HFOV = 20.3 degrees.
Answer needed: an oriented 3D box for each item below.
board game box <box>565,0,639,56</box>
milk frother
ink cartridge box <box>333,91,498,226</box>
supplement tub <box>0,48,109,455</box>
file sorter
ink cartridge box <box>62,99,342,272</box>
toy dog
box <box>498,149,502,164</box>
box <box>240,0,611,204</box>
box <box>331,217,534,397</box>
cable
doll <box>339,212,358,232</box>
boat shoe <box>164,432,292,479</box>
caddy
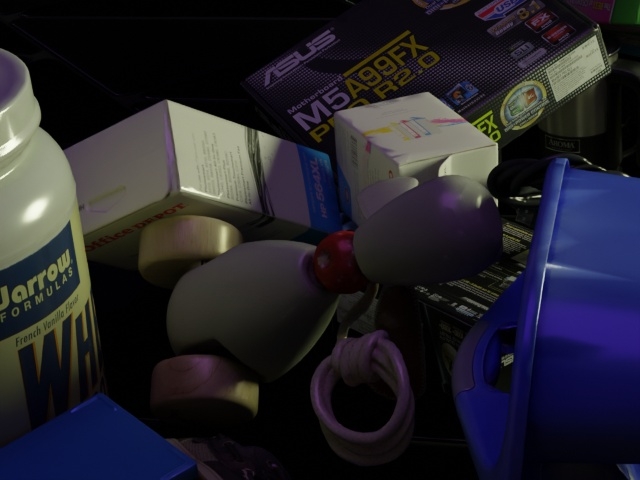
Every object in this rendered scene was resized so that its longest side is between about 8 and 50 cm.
[{"bbox_3d":[0.320,-0.228,1.773,0.242,0.064,0.316,7,3,-26],"label":"board game box"},{"bbox_3d":[0.270,-0.135,1.704,0.129,0.135,0.143,3,28,14],"label":"milk frother"},{"bbox_3d":[0.081,-0.047,1.444,0.090,0.092,0.143,-14,29,-19],"label":"ink cartridge box"},{"bbox_3d":[-0.276,0.047,1.245,0.235,0.325,0.235,-4,28,2],"label":"supplement tub"},{"bbox_3d":[-0.171,0.200,1.154,0.170,0.104,0.118,-28,34,-28],"label":"file sorter"},{"bbox_3d":[-0.104,-0.032,1.468,0.148,0.086,0.203,-23,-25,34],"label":"ink cartridge box"},{"bbox_3d":[0.010,0.050,1.331,0.333,0.220,0.161,6,-9,44],"label":"toy dog"},{"bbox_3d":[0.109,-0.100,1.702,0.101,0.102,0.087,16,33,35],"label":"box"},{"bbox_3d":[0.092,-0.149,1.623,0.270,0.060,0.216,-34,44,-8],"label":"box"},{"bbox_3d":[0.118,0.047,1.441,0.147,0.078,0.180,-25,34,-34],"label":"box"},{"bbox_3d":[0.220,-0.026,1.355,0.184,0.150,0.047,19,77,14],"label":"cable"},{"bbox_3d":[0.000,0.000,1.590,0.189,0.046,0.129,-4,26,2],"label":"doll"},{"bbox_3d":[-0.053,0.172,1.202,0.073,0.080,0.223,-21,17,-21],"label":"boat shoe"},{"bbox_3d":[0.177,0.090,1.176,0.179,0.241,0.341,5,28,10],"label":"caddy"}]
